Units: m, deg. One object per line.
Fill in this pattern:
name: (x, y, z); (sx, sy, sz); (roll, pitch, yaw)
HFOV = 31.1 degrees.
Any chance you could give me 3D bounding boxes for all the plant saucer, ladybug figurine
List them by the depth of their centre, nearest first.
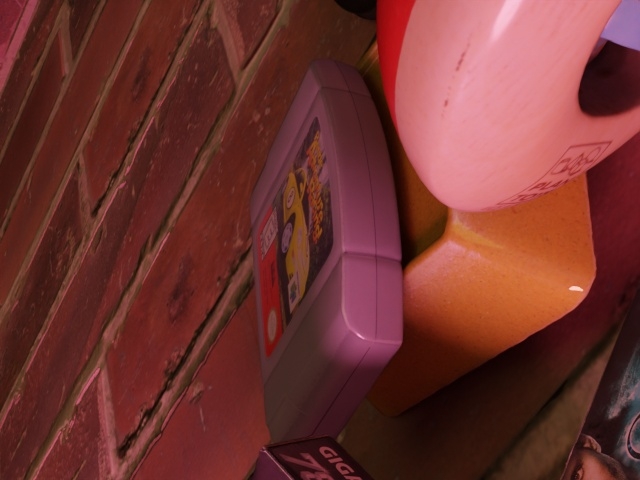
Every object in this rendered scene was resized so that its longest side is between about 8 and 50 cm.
ladybug figurine: (0.168, -0.203, 0.617); (0.162, 0.305, 0.449); (49, 123, 23)
plant saucer: (0.083, -0.060, 0.922); (0.333, 0.081, 0.333); (133, 142, -58)

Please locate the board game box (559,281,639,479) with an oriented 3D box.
board game box: (0.217, 0.076, 0.665); (0.126, 0.026, 0.186); (-1, 60, 61)

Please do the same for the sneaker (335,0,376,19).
sneaker: (-0.005, -0.328, 1.205); (0.125, 0.139, 0.341); (-65, 30, 16)

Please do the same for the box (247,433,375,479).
box: (0.020, 0.327, 0.727); (0.295, 0.073, 0.293); (39, 116, 37)

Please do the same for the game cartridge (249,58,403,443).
game cartridge: (0.000, 0.000, 0.933); (0.196, 0.060, 0.294); (123, 150, -42)
